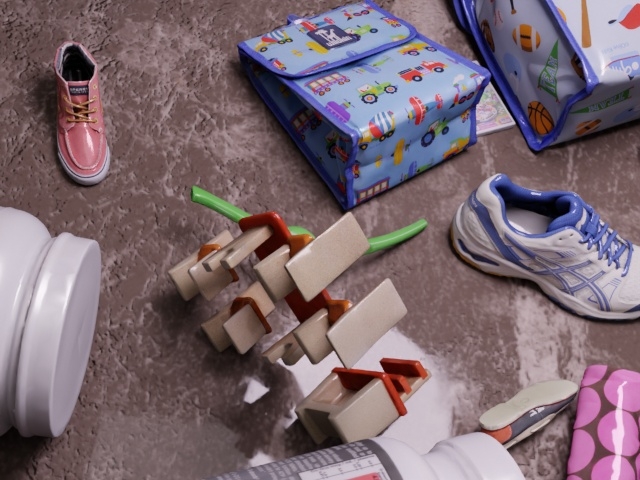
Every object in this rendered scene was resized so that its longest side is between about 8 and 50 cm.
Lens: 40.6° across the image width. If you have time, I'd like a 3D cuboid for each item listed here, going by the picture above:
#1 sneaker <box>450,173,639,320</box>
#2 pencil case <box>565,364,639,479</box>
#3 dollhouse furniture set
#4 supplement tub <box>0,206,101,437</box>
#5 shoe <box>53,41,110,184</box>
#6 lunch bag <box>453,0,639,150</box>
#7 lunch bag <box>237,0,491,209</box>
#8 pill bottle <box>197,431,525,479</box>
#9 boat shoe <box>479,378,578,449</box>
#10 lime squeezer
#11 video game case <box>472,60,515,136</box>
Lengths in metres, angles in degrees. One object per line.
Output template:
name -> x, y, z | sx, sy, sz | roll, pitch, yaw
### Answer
sneaker -> 0.315, 0.009, 1.076 | 0.296, 0.131, 0.112 | 16, 57, -3
pencil case -> 0.326, 0.247, 0.968 | 0.095, 0.098, 0.209 | 3, 55, 32
dollhouse furniture set -> -0.004, 0.082, 0.921 | 0.135, 0.262, 0.259 | -39, 107, -29
supplement tub -> -0.399, 0.069, 0.844 | 0.325, 0.235, 0.235 | 10, 59, -5
shoe -> -0.303, -0.161, 1.084 | 0.063, 0.081, 0.178 | -8, 62, -15
lunch bag -> 0.386, -0.361, 1.243 | 0.328, 0.239, 0.385 | -18, 73, -18
lunch bag -> 0.044, -0.217, 1.174 | 0.221, 0.138, 0.293 | -27, 57, -22
pill bottle -> 0.008, 0.302, 0.802 | 0.363, 0.210, 0.210 | -10, 63, -16
boat shoe -> 0.243, 0.202, 1.003 | 0.137, 0.049, 0.043 | -21, 109, -24
lime squeezer -> 0.000, 0.000, 1.040 | 0.310, 0.058, 0.110 | 6, 25, -20
video game case -> 0.215, -0.203, 1.247 | 0.087, 0.011, 0.122 | -16, 65, -19
